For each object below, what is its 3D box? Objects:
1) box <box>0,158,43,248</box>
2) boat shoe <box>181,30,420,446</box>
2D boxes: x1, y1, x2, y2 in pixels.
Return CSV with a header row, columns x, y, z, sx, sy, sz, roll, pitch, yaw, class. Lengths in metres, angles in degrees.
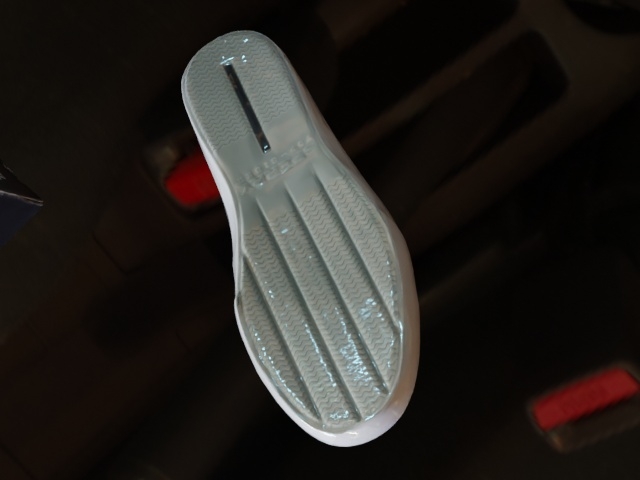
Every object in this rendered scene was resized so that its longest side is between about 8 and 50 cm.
x,y,z,sx,sy,sz,roll,pitch,yaw,class
-0.467,-0.029,1.265,0.343,0.179,0.312,-45,79,5,box
0.000,0.000,0.740,0.083,0.226,0.076,-23,147,10,boat shoe
